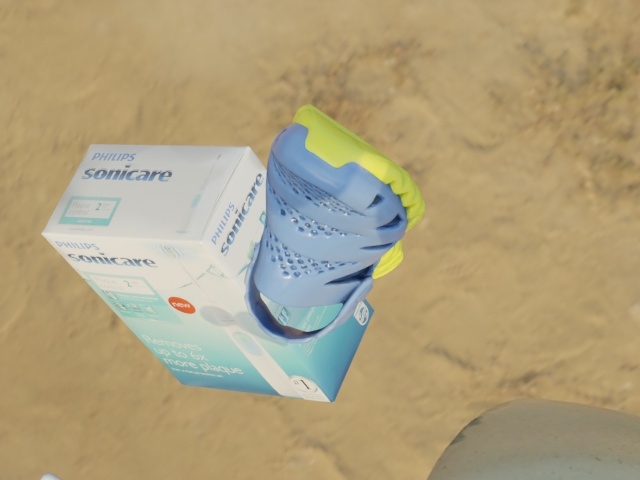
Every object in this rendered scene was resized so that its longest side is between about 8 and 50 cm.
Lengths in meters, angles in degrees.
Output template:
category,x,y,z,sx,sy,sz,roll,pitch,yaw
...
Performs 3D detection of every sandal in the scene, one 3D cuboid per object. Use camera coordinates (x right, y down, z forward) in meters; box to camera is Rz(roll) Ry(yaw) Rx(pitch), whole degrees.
category,x,y,z,sx,sy,sz,roll,pitch,yaw
sandal,0.000,0.000,1.506,0.126,0.317,0.138,37,75,15

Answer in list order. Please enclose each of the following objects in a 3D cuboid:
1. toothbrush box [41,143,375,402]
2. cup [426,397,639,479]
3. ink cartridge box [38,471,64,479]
category,x,y,z,sx,sy,sz,roll,pitch,yaw
toothbrush box,-0.112,0.034,1.950,0.295,0.216,0.126,54,50,-42
cup,0.225,0.256,1.094,0.331,0.237,0.331,9,79,-53
ink cartridge box,-0.087,0.256,0.862,0.223,0.045,0.224,28,80,-1
